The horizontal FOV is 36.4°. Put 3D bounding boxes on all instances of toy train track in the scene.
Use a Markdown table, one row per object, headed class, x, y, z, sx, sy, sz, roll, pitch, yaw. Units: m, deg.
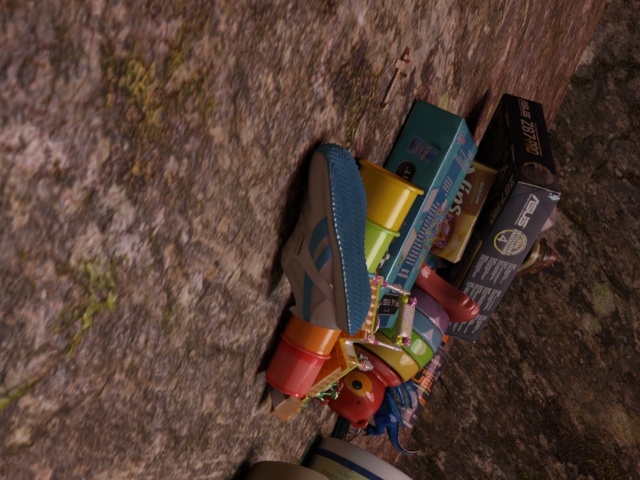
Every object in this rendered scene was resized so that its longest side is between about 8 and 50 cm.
| class | x | y | z | sx | sy | sz | roll | pitch | yaw |
| --- | --- | --- | --- | --- | --- | --- | --- | --- | --- |
| toy train track | 0.099 | -0.203 | 1.234 | 0.083 | 0.014 | 0.048 | -65 | 166 | 9 |

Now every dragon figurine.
| class | x | y | z | sx | sy | sz | roll | pitch | yaw |
| --- | --- | --- | --- | --- | --- | --- | --- | --- | --- |
| dragon figurine | 0.136 | 0.319 | 1.904 | 0.144 | 0.289 | 0.085 | -25 | -166 | 42 |

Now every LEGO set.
| class | x | y | z | sx | sy | sz | roll | pitch | yaw |
| --- | --- | --- | --- | --- | --- | --- | --- | --- | --- |
| LEGO set | 0.046 | 0.142 | 1.349 | 0.107 | 0.132 | 0.287 | 22 | 94 | -41 |

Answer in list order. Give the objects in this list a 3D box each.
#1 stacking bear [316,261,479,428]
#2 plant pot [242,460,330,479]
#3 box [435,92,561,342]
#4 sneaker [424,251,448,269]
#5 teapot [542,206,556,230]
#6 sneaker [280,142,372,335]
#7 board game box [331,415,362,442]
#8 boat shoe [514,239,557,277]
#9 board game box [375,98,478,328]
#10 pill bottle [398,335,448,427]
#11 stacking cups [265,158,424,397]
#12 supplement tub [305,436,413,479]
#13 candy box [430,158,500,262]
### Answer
| class | x | y | z | sx | sy | sz | roll | pitch | yaw |
| --- | --- | --- | --- | --- | --- | --- | --- | --- | --- |
| stacking bear | 0.114 | 0.186 | 1.700 | 0.289 | 0.175 | 0.164 | -51 | 178 | -12 |
| plant pot | -0.072 | 0.471 | 1.411 | 0.256 | 0.257 | 0.274 | 89 | 13 | -61 |
| box | 0.334 | -0.045 | 1.925 | 0.318 | 0.097 | 0.395 | -80 | -170 | -53 |
| sneaker | 0.188 | 0.119 | 1.973 | 0.085 | 0.086 | 0.237 | -43 | 156 | -59 |
| teapot | 0.426 | -0.126 | 2.224 | 0.252 | 0.187 | 0.256 | -76 | 151 | -43 |
| sneaker | 0.000 | 0.000 | 1.106 | 0.087 | 0.092 | 0.228 | -40 | 133 | -54 |
| board game box | 0.076 | 0.369 | 2.101 | 0.126 | 0.026 | 0.186 | -30 | 145 | -53 |
| boat shoe | 0.397 | 0.042 | 1.871 | 0.178 | 0.060 | 0.064 | 132 | -26 | -74 |
| board game box | 0.128 | -0.029 | 1.511 | 0.336 | 0.079 | 0.254 | -64 | 165 | 2 |
| pill bottle | 0.214 | 0.308 | 2.305 | 0.245 | 0.130 | 0.130 | -61 | 166 | -13 |
| stacking cups | 0.021 | 0.052 | 1.273 | 0.316 | 0.096 | 0.096 | -63 | 166 | 10 |
| supplement tub | 0.030 | 0.578 | 1.902 | 0.324 | 0.235 | 0.235 | -60 | 165 | -17 |
| candy box | 0.242 | -0.065 | 1.791 | 0.186 | 0.109 | 0.053 | -66 | 166 | 12 |
